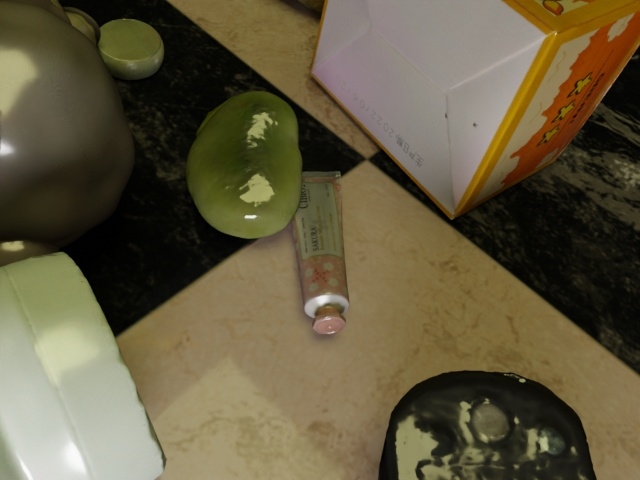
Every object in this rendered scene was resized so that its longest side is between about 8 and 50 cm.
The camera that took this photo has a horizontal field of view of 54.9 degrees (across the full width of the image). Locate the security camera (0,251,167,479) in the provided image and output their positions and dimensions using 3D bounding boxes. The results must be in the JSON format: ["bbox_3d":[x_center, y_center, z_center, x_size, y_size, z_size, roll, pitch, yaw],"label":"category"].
[{"bbox_3d":[-0.243,0.131,0.399,0.236,0.194,0.194,-24,63,-28],"label":"security camera"}]

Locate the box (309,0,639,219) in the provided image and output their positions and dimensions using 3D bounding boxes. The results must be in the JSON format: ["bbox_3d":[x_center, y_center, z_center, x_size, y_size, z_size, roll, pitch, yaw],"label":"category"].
[{"bbox_3d":[0.168,-0.231,0.696,0.214,0.259,0.283,-28,64,-29],"label":"box"}]

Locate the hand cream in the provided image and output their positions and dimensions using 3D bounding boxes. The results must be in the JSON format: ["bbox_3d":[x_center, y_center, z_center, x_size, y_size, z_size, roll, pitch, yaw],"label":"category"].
[{"bbox_3d":[0.000,0.000,0.636,0.067,0.043,0.209,-2,50,-6],"label":"hand cream"}]

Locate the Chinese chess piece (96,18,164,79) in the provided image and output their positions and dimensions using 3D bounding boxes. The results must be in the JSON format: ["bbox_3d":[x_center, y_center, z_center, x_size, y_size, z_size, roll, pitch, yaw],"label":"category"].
[{"bbox_3d":[-0.236,-0.235,0.759,0.084,0.034,0.084,6,56,-9],"label":"Chinese chess piece"}]

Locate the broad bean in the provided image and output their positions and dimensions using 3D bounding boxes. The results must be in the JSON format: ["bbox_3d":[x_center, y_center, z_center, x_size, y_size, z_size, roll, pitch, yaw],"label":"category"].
[{"bbox_3d":[-0.078,-0.087,0.653,0.125,0.082,0.174,4,55,4],"label":"broad bean"}]

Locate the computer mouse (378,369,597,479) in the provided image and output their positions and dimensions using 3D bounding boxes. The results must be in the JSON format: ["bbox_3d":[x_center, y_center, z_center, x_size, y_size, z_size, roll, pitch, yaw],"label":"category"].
[{"bbox_3d":[0.123,0.236,0.453,0.170,0.100,0.269,4,59,-5],"label":"computer mouse"}]

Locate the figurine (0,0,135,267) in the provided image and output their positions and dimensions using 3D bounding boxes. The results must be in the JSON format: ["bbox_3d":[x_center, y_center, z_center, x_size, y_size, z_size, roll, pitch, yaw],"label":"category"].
[{"bbox_3d":[-0.278,-0.136,0.573,0.203,0.248,0.380,-4,47,-11],"label":"figurine"}]

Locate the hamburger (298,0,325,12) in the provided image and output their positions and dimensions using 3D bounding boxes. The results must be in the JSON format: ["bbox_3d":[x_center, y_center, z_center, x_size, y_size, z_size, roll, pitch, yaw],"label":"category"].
[{"bbox_3d":[0.043,-0.424,0.837,0.309,0.211,0.132,-9,19,31],"label":"hamburger"}]
